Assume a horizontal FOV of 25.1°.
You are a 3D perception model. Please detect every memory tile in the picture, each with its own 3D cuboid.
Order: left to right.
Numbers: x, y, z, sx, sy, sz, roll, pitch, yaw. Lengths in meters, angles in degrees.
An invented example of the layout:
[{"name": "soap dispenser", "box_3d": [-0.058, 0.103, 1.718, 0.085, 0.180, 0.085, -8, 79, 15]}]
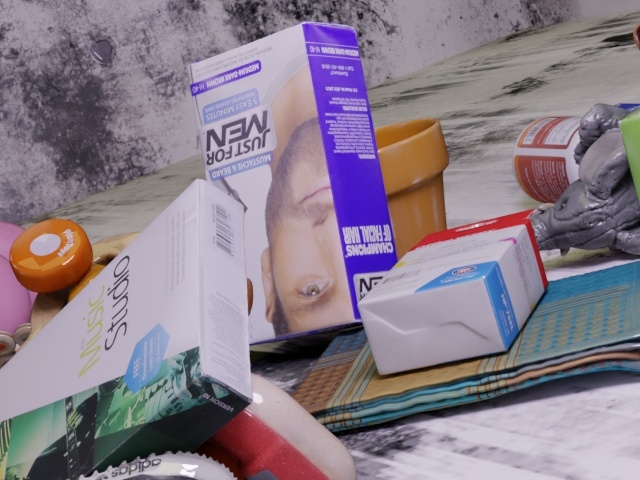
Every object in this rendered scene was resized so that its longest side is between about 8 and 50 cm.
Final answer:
[{"name": "memory tile", "box_3d": [-0.321, 0.147, 1.692, 0.113, 0.148, 0.012, -13, 46, 7]}]

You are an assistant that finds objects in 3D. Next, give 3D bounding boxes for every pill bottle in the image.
[{"name": "pill bottle", "box_3d": [0.353, -0.102, 1.885, 0.121, 0.121, 0.216, -21, 13, -19]}]

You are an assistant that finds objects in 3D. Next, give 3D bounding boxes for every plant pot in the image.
[{"name": "plant pot", "box_3d": [0.075, -0.032, 1.791, 0.205, 0.188, 0.205, -17, 11, 3]}]

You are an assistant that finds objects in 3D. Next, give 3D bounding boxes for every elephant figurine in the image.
[{"name": "elephant figurine", "box_3d": [0.335, -0.044, 1.643, 0.169, 0.186, 0.239, 30, 40, 11]}]

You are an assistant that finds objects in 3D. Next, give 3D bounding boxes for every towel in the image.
[{"name": "towel", "box_3d": [0.156, 0.105, 1.412, 0.370, 0.040, 0.271, -15, 10, 20]}]

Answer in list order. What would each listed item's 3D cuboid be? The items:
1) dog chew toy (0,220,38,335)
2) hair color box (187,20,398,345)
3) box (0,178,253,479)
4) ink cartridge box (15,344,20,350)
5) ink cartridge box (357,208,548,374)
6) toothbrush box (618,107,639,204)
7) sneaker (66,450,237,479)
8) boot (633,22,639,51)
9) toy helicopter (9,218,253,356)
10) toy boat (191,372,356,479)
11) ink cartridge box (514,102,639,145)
[{"name": "dog chew toy", "box_3d": [-0.475, 0.088, 1.956, 0.206, 0.206, 0.332, -15, 7, 10]}, {"name": "hair color box", "box_3d": [-0.030, -0.060, 1.646, 0.185, 0.339, 0.110, -15, -5, 38]}, {"name": "box", "box_3d": [-0.181, 0.126, 1.184, 0.322, 0.058, 0.232, -43, 31, 26]}, {"name": "ink cartridge box", "box_3d": [-0.348, 0.152, 1.849, 0.198, 0.067, 0.115, -26, 15, -36]}, {"name": "ink cartridge box", "box_3d": [0.141, 0.045, 1.421, 0.134, 0.078, 0.231, -14, 12, 25]}, {"name": "toothbrush box", "box_3d": [0.439, -0.049, 1.289, 0.283, 0.206, 0.122, -8, 14, 36]}, {"name": "sneaker", "box_3d": [-0.198, 0.260, 1.045, 0.293, 0.102, 0.146, -25, 31, 17]}, {"name": "boot", "box_3d": [0.463, -0.212, 1.307, 0.264, 0.096, 0.280, -8, -8, 40]}, {"name": "toy helicopter", "box_3d": [-0.186, 0.125, 1.405, 0.235, 0.140, 0.355, -8, 44, 5]}, {"name": "toy boat", "box_3d": [-0.087, 0.192, 1.179, 0.151, 0.151, 0.231, -52, 23, -16]}, {"name": "ink cartridge box", "box_3d": [0.420, -0.164, 2.263, 0.207, 0.046, 0.097, -21, 13, -20]}]
